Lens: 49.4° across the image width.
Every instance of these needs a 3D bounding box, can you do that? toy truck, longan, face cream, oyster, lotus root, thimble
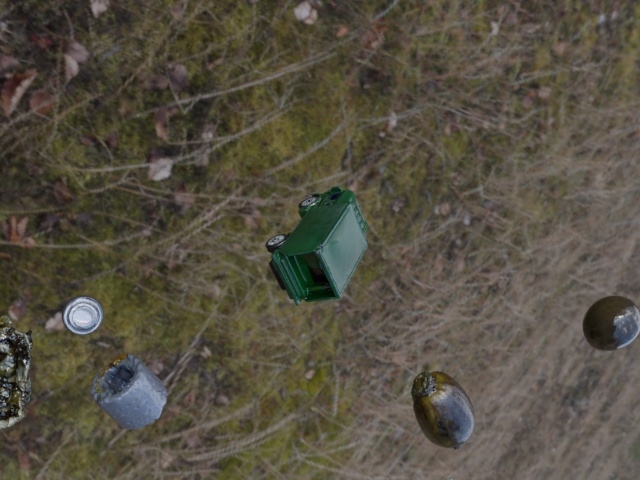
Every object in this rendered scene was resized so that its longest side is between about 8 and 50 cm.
[{"bbox_3d":[0.000,0.000,0.739,0.065,0.079,0.147,66,30,-23],"label":"toy truck"},{"bbox_3d":[0.523,0.150,1.250,0.113,0.092,0.113,-43,157,-23],"label":"longan"},{"bbox_3d":[-0.453,0.141,1.325,0.073,0.283,0.073,2,85,-19],"label":"face cream"},{"bbox_3d":[-0.633,0.257,1.369,0.083,0.223,0.214,3,80,-41],"label":"oyster"},{"bbox_3d":[0.244,0.338,1.364,0.120,0.120,0.209,-44,123,-20],"label":"lotus root"},{"bbox_3d":[-0.415,0.331,1.513,0.127,0.151,0.117,-36,122,-8],"label":"thimble"}]

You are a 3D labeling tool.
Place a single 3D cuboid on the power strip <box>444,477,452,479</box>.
[{"bbox_3d":[0.138,0.399,0.742,0.118,0.046,0.270,40,56,-28],"label":"power strip"}]
